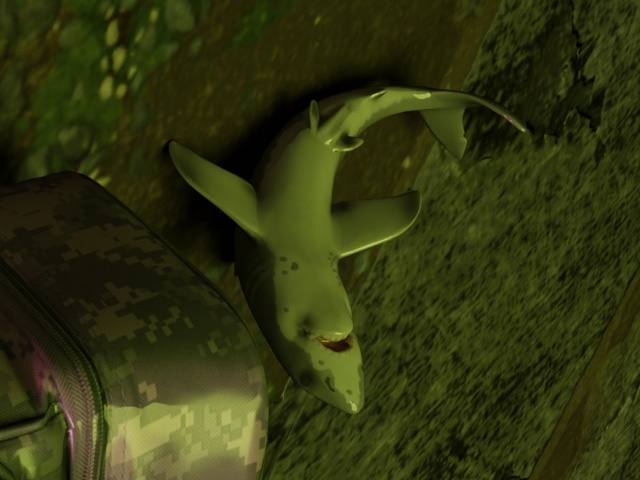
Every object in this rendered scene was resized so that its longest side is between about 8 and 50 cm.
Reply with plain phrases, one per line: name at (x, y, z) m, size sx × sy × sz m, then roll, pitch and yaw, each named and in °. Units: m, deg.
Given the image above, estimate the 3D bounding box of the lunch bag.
lunch bag at (-0.187, 0.144, 0.777) m, size 0.256 × 0.212 × 0.305 m, roll -10°, pitch 126°, yaw -34°

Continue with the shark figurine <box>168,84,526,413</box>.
shark figurine at (-0.005, -0.024, 1.043) m, size 0.116 × 0.166 × 0.278 m, roll -53°, pitch -177°, yaw 47°
